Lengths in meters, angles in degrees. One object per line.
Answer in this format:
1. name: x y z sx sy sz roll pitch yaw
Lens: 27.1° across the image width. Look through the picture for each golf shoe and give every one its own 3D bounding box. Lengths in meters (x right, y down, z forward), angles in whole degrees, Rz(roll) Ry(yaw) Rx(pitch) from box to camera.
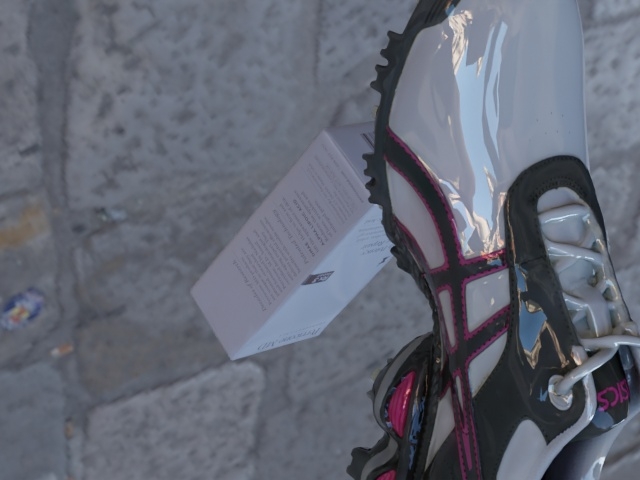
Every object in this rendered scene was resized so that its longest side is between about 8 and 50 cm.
1. golf shoe: 0.086 0.014 0.532 0.105 0.120 0.273 -15 115 -37

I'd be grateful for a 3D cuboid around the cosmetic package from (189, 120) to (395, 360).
1. cosmetic package: 0.000 0.000 1.127 0.117 0.085 0.231 -13 151 -45
